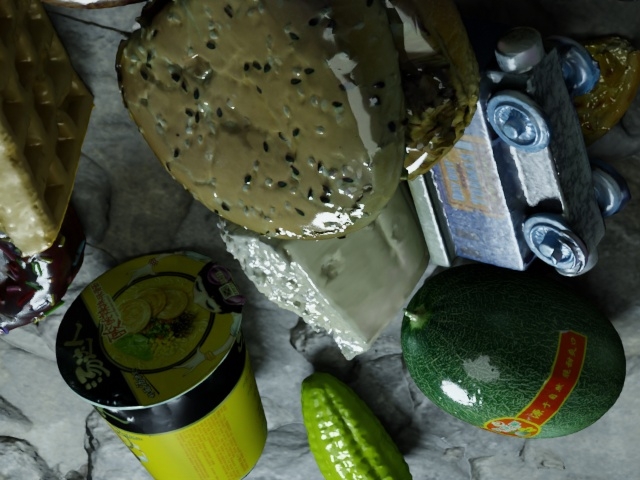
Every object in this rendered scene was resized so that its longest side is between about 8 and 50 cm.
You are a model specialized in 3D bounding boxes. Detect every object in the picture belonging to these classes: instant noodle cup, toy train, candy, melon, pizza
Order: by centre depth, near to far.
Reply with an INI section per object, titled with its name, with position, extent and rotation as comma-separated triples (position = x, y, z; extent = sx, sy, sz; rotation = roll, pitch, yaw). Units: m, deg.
[toy train]
position = 0.181, -0.093, 1.931
extent = 0.202, 0.131, 0.299
rotation = 13, 139, 34
[pizza]
position = 0.260, -0.145, 1.963
extent = 0.099, 0.036, 0.160
rotation = 21, 130, -13
[melon]
position = 0.198, 0.117, 2.099
extent = 0.288, 0.182, 0.182
rotation = 20, 132, -28
[instant noodle cup]
position = -0.158, 0.160, 2.185
extent = 0.215, 0.215, 0.236
rotation = -8, 140, 12
[candy]
position = 0.034, 0.236, 2.295
extent = 0.097, 0.096, 0.209
rotation = -18, 120, 20

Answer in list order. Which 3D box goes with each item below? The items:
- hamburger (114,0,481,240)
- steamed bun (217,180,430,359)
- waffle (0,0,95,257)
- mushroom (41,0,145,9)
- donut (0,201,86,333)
[hamburger]
position = -0.011, -0.146, 1.786
extent = 0.277, 0.195, 0.318
rotation = 52, 137, 2
[steamed bun]
position = 0.000, 0.000, 2.028
extent = 0.170, 0.200, 0.225
rotation = 21, 150, 43
[waffle]
position = -0.296, -0.143, 1.890
extent = 0.055, 0.221, 0.248
rotation = -10, 131, 14
[mushroom]
position = -0.168, -0.333, 1.724
extent = 0.263, 0.195, 0.283
rotation = 32, 144, -32
[donut]
position = -0.373, 0.012, 2.128
extent = 0.235, 0.089, 0.235
rotation = 2, 134, 2
